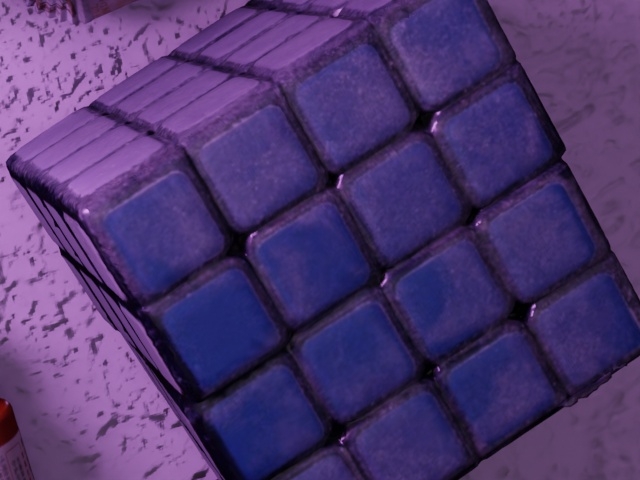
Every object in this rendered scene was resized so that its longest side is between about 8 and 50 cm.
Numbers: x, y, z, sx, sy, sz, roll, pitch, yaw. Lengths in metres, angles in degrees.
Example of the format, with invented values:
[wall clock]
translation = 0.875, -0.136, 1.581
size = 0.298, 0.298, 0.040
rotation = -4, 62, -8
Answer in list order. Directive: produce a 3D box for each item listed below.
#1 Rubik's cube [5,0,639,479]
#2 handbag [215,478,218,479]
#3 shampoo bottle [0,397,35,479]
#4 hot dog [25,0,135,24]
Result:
[Rubik's cube]
translation = 0.000, 0.000, 1.515
size = 0.344, 0.344, 0.337
rotation = -33, 107, -10
[handbag]
translation = 0.014, 0.259, 1.705
size = 0.216, 0.074, 0.203
rotation = -31, 107, -11
[shampoo bottle]
translation = -0.288, 0.201, 1.589
size = 0.104, 0.104, 0.278
rotation = -17, 104, -13
[hot dog]
translation = -0.149, -0.268, 1.572
size = 0.253, 0.069, 0.131
rotation = -29, 97, -13
